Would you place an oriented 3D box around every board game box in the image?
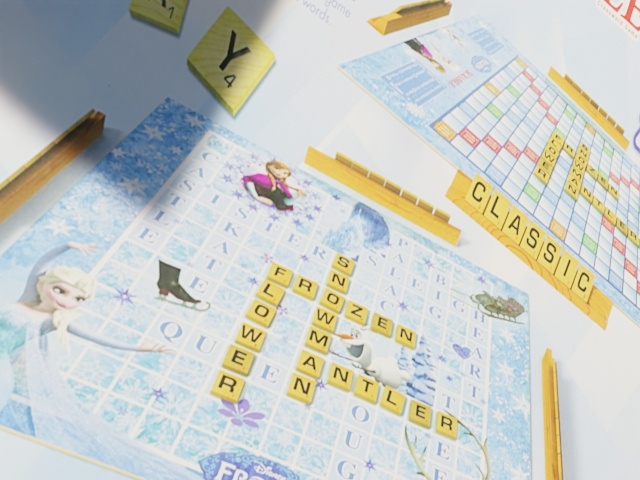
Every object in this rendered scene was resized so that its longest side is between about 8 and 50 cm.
[{"bbox_3d":[0.000,0.000,0.533,0.066,0.319,0.318,4,68,48],"label":"board game box"}]
